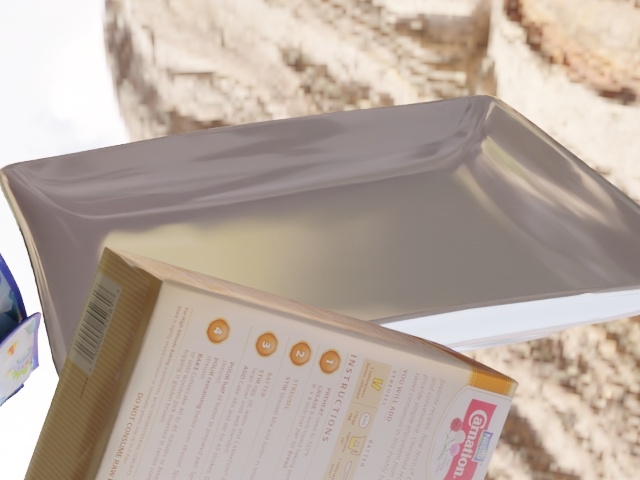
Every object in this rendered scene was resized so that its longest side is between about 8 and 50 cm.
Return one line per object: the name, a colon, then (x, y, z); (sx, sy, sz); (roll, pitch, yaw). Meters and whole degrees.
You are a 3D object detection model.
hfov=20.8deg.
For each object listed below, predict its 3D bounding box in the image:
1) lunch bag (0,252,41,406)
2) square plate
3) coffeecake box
lunch bag: (-0.251, 0.069, 1.110); (0.096, 0.151, 0.129); (12, -133, 36)
square plate: (0.000, 0.000, 1.025); (0.347, 0.049, 0.344); (-10, -157, -12)
coffeecake box: (-0.024, 0.098, 0.757); (0.185, 0.142, 0.068); (18, -176, -31)
